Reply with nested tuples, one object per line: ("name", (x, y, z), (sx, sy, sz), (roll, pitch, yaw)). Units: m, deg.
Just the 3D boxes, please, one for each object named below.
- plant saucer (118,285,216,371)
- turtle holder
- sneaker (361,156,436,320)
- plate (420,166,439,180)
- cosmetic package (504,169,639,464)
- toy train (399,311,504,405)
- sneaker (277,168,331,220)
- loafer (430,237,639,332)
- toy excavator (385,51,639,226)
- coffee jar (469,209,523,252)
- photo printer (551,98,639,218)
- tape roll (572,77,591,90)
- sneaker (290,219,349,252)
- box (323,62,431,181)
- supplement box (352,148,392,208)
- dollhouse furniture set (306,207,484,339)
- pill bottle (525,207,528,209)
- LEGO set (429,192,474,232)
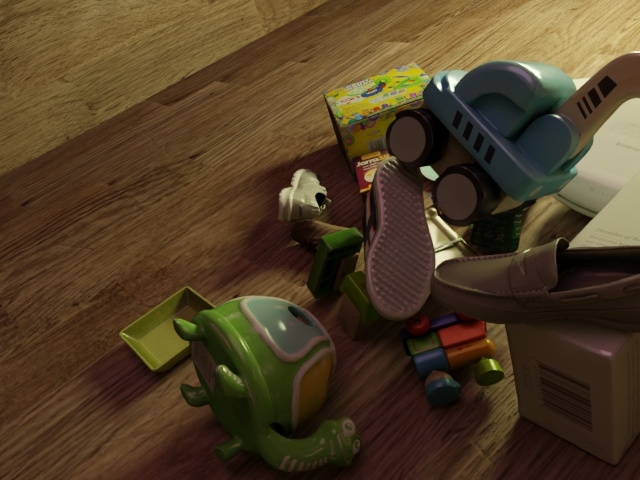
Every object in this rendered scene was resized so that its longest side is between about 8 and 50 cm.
("plant saucer", (-0.316, 0.199, 1.312), (0.188, 0.045, 0.188), (-36, 37, -24))
("turtle holder", (-0.081, 0.220, 0.999), (0.228, 0.243, 0.320), (-19, 20, -31))
("sneaker", (0.140, 0.011, 1.114), (0.126, 0.127, 0.320), (7, 61, -2))
("plate", (0.353, -0.195, 1.561), (0.188, 0.024, 0.188), (-13, 33, 9))
("cosmetic package", (0.484, 0.081, 0.922), (0.453, 0.230, 0.162), (-37, 37, -26))
("toy train", (0.271, 0.178, 1.014), (0.248, 0.105, 0.143), (-17, 44, 3))
("sneaker", (-0.028, -0.104, 1.547), (0.116, 0.105, 0.281), (10, 25, 7))
("loafer", (0.292, 0.044, 0.765), (0.320, 0.111, 0.112), (0, 37, 28))
("toy excavator", (0.380, -0.197, 0.972), (0.223, 0.445, 0.432), (-14, 58, -42))
("coffee jar", (0.370, -0.073, 1.231), (0.096, 0.184, 0.079), (19, 17, 39))
("photo printer", (0.636, -0.170, 1.244), (0.256, 0.107, 0.307), (29, 73, 36))
("tape roll", (0.649, -0.294, 1.513), (0.393, 0.072, 0.392), (-14, 34, 10))
("sneaker", (0.000, 0.000, 1.420), (0.189, 0.066, 0.071), (4, 41, 32))
("box", (0.186, -0.344, 1.716), (0.290, 0.176, 0.279), (-18, 34, 2))
("supplement box", (0.149, -0.150, 1.546), (0.104, 0.080, 0.188), (-15, 34, 6))
("dollhouse furniture set", (0.157, 0.071, 1.246), (0.302, 0.151, 0.197), (-16, 51, -27))
("pill bottle", (0.435, -0.126, 1.347), (0.108, 0.107, 0.180), (8, 42, 34))
("LEGO set", (0.299, -0.094, 1.380), (0.087, 0.093, 0.227), (-13, 34, 9))
